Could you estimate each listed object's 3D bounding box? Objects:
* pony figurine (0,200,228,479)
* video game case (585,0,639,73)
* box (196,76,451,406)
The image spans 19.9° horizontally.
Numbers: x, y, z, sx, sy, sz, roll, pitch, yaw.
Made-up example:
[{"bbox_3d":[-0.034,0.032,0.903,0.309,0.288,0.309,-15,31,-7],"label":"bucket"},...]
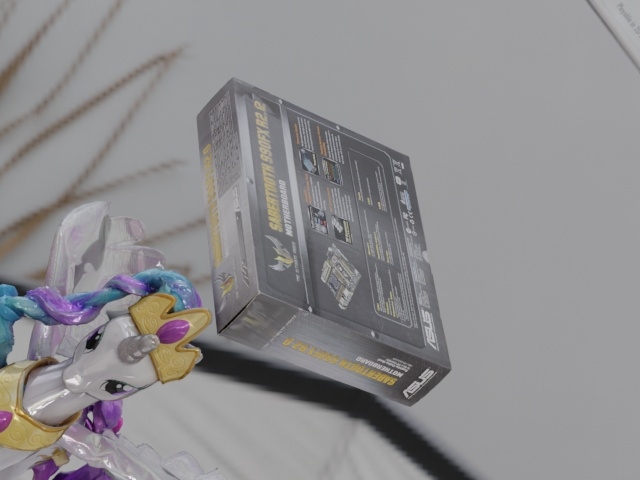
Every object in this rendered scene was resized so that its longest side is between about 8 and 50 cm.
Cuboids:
[{"bbox_3d":[-0.216,0.138,1.427,0.303,0.363,0.351,64,7,6],"label":"pony figurine"},{"bbox_3d":[0.202,-0.113,0.804,0.143,0.157,0.019,-39,-164,3],"label":"video game case"},{"bbox_3d":[0.000,0.000,1.407,0.056,0.183,0.231,-46,-143,34],"label":"box"}]
